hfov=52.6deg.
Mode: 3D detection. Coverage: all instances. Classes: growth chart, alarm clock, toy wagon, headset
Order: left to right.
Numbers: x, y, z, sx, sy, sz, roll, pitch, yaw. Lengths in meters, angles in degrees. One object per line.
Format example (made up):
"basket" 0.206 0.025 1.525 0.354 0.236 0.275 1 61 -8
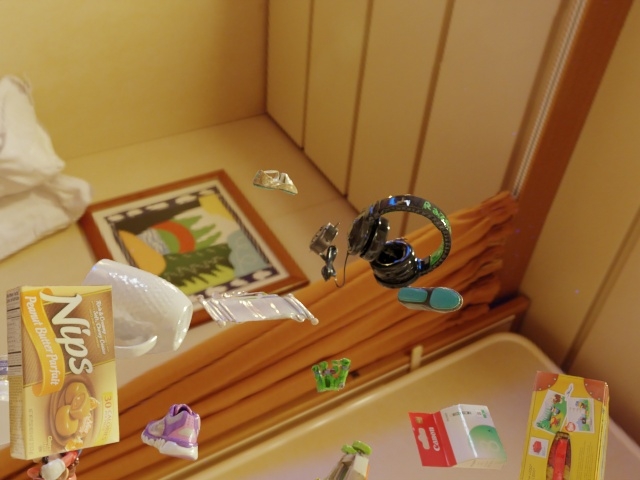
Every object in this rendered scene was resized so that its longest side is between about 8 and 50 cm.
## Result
"growth chart" -0.142 0.147 1.426 0.172 0.237 0.021 -137 -129 -62
"alarm clock" 0.000 0.000 2.549 0.064 0.129 0.192 36 -38 -6
"toy wagon" 0.037 0.707 1.828 0.068 0.267 0.344 33 -26 1
"headset" 0.160 0.007 1.723 0.394 0.185 0.243 -30 -60 30

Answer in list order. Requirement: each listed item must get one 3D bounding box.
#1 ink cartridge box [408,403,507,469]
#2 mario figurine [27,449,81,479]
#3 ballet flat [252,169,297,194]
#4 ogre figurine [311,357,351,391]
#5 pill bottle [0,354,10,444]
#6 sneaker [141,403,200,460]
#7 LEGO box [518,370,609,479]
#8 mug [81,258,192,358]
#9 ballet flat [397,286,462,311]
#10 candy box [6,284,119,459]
"ink cartridge box" 0.365 0.520 1.735 0.181 0.225 0.056 -100 -157 -54
"mario figurine" -0.772 0.604 1.936 0.170 0.320 0.198 27 -11 17
"ballet flat" -0.146 -0.204 2.236 0.073 0.206 0.067 24 -79 37
"ogre figurine" 0.039 0.547 2.613 0.097 0.197 0.118 45 42 -54
"pill bottle" -0.845 0.423 1.729 0.265 0.153 0.153 -148 -135 -65
"sneaker" -0.317 0.408 1.413 0.236 0.095 0.104 -16 -121 60
"LEGO box" 0.678 0.679 1.809 0.193 0.500 0.372 5 -31 27
"mug" -0.618 0.259 2.117 0.374 0.328 0.276 -69 176 -64
"ballet flat" 0.316 0.168 1.826 0.213 0.072 0.068 5 -25 42
"candy box" -0.502 0.247 1.264 0.087 0.183 0.316 -15 -102 44
